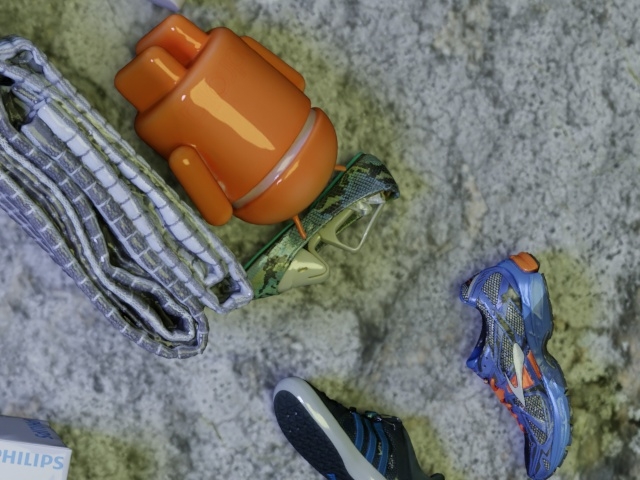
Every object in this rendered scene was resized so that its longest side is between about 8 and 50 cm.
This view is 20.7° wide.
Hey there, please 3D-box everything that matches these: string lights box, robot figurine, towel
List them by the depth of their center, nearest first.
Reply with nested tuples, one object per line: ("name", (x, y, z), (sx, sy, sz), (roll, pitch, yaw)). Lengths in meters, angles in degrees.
("towel", (-0.200, -0.036, 1.456), (0.121, 0.235, 0.283), (-44, 106, -4))
("string lights box", (-0.280, 0.289, 1.508), (0.077, 0.133, 0.259), (9, 91, -18))
("robot figurine", (-0.076, -0.099, 1.545), (0.219, 0.158, 0.128), (40, 105, -17))

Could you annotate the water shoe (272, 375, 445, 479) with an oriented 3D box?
("water shoe", (0.035, 0.188, 1.646), (0.203, 0.073, 0.080), (51, 58, -19))

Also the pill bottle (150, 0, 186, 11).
("pill bottle", (-0.110, -0.302, 1.527), (0.108, 0.108, 0.193), (30, 85, -18))

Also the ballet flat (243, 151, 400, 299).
("ballet flat", (0.000, 0.000, 1.605), (0.188, 0.070, 0.070), (-46, 106, -8))

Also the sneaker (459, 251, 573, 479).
("sneaker", (0.184, 0.125, 1.682), (0.087, 0.083, 0.221), (-12, 93, -3))
